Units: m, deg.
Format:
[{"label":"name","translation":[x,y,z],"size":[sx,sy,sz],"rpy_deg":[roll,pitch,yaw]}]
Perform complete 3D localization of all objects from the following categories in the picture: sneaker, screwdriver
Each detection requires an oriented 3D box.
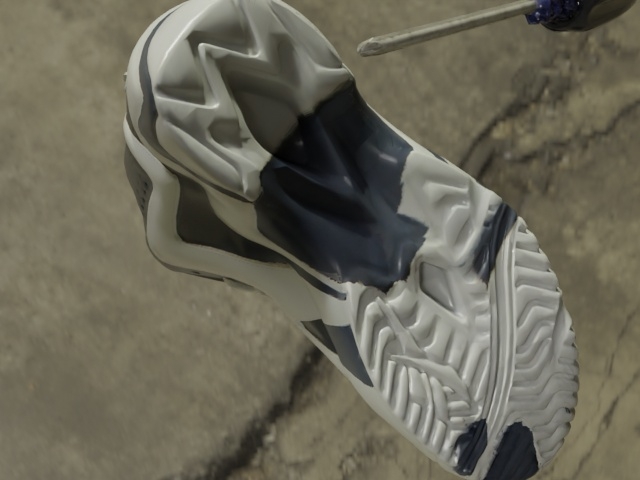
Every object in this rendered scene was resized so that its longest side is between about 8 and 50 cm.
[{"label":"sneaker","translation":[0.000,0.000,0.675],"size":[0.235,0.153,0.094],"rpy_deg":[42,80,-18]},{"label":"screwdriver","translation":[0.055,-0.061,0.446],"size":[0.025,0.024,0.170],"rpy_deg":[30,27,16]}]
